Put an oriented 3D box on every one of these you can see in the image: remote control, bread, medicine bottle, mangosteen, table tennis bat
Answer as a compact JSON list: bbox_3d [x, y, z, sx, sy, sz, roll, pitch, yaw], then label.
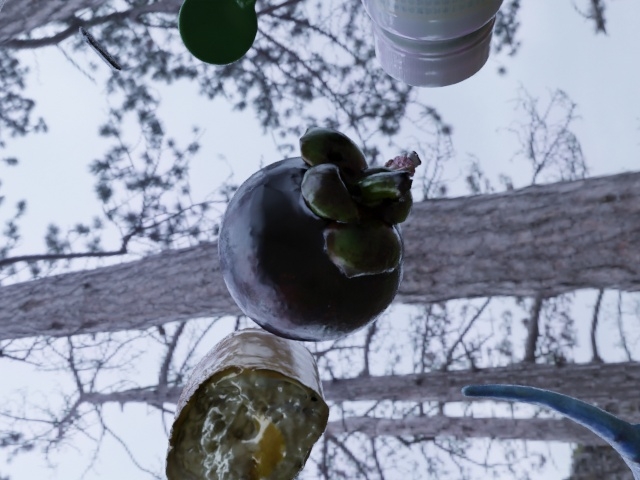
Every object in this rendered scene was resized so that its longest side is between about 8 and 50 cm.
[{"bbox_3d":[-0.344,-0.295,1.189,0.039,0.014,0.096,53,-178,22],"label":"remote control"},{"bbox_3d":[-0.171,0.351,1.548,0.250,0.361,0.394,32,-172,-12],"label":"bread"},{"bbox_3d":[0.153,-0.404,1.033,0.378,0.213,0.213,79,-160,-57],"label":"medicine bottle"},{"bbox_3d":[-0.003,0.005,1.142,0.311,0.311,0.311,20,-116,-50],"label":"mangosteen"},{"bbox_3d":[-0.172,-0.464,1.530,0.257,0.039,0.160,-46,-61,-8],"label":"table tennis bat"}]

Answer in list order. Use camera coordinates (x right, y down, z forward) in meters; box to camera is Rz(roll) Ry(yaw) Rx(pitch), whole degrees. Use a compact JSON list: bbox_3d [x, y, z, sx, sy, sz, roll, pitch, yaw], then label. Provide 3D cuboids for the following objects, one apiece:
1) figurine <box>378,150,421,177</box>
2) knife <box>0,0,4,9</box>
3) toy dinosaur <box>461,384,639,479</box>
[{"bbox_3d":[0.120,-0.106,1.285,0.129,0.072,0.054,-31,-72,-31],"label":"figurine"},{"bbox_3d":[-0.607,-0.474,1.434,0.089,0.365,0.043,31,-126,-26],"label":"knife"},{"bbox_3d":[0.234,0.135,0.383,0.329,0.144,0.076,35,-130,-24],"label":"toy dinosaur"}]
